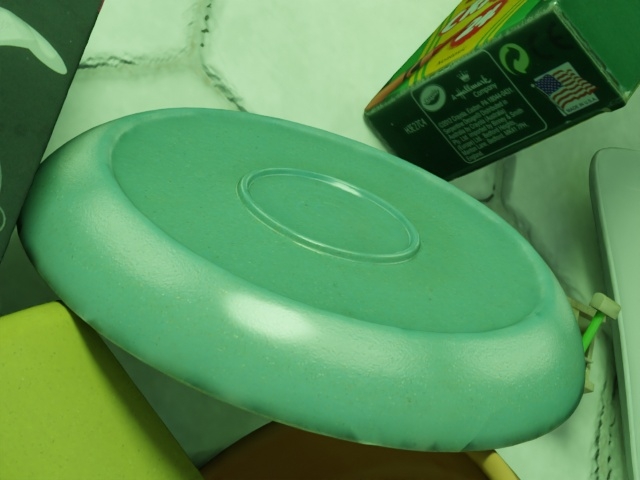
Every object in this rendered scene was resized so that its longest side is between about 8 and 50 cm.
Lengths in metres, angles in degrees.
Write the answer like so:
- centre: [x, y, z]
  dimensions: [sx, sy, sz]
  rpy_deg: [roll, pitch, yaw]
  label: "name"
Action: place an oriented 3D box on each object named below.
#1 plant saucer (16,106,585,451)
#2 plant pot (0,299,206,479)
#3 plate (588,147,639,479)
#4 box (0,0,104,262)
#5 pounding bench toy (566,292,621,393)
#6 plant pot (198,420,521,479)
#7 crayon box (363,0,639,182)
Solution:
- centre: [0.000, 0.000, 0.652]
  dimensions: [0.317, 0.317, 0.043]
  rpy_deg: [5, 118, -31]
  label: "plant saucer"
- centre: [-0.167, 0.147, 0.550]
  dimensions: [0.212, 0.212, 0.187]
  rpy_deg: [55, 49, -8]
  label: "plant pot"
- centre: [0.322, 0.073, 0.964]
  dimensions: [0.277, 0.045, 0.278]
  rpy_deg: [3, 75, -31]
  label: "plate"
- centre: [-0.216, -0.096, 0.594]
  dimensions: [0.165, 0.143, 0.270]
  rpy_deg: [29, 56, -24]
  label: "box"
- centre: [0.168, 0.075, 0.844]
  dimensions: [0.052, 0.083, 0.065]
  rpy_deg: [25, 64, -24]
  label: "pounding bench toy"
- centre: [0.033, 0.255, 0.609]
  dimensions: [0.203, 0.291, 0.291]
  rpy_deg: [46, 57, -32]
  label: "plant pot"
- centre: [0.189, -0.185, 0.860]
  dimensions: [0.081, 0.202, 0.318]
  rpy_deg: [49, 56, -12]
  label: "crayon box"
